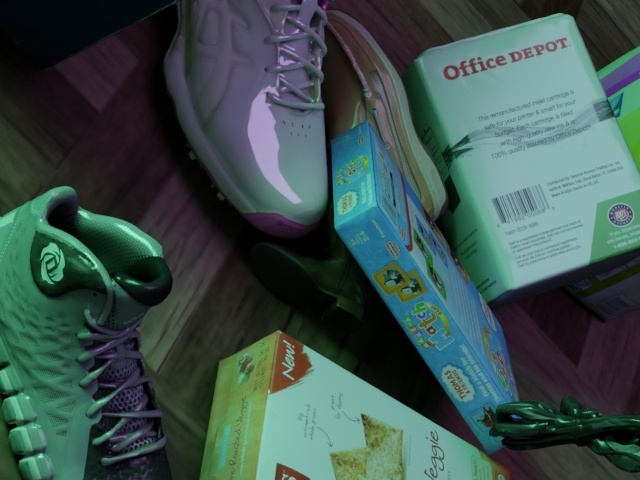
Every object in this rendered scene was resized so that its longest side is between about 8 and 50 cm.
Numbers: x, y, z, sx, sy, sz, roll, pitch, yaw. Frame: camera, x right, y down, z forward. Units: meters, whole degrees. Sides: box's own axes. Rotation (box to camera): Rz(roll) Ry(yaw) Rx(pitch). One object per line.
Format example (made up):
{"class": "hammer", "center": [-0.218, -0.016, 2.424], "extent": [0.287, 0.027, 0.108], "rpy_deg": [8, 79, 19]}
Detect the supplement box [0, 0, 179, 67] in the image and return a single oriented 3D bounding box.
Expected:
{"class": "supplement box", "center": [-0.119, -0.319, 0.971], "extent": [0.194, 0.195, 0.356], "rpy_deg": [42, 63, -23]}

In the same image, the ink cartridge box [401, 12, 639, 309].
{"class": "ink cartridge box", "center": [0.168, -0.065, 1.244], "extent": [0.153, 0.087, 0.208], "rpy_deg": [-16, 79, -18]}

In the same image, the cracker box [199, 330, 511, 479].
{"class": "cracker box", "center": [0.027, 0.182, 1.004], "extent": [0.232, 0.067, 0.155], "rpy_deg": [32, 47, -30]}

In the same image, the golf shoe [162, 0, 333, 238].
{"class": "golf shoe", "center": [-0.042, -0.155, 1.076], "extent": [0.115, 0.140, 0.306], "rpy_deg": [3, 64, -48]}

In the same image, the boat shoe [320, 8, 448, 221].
{"class": "boat shoe", "center": [0.032, -0.090, 1.182], "extent": [0.072, 0.068, 0.190], "rpy_deg": [-30, 90, -39]}

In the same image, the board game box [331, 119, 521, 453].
{"class": "board game box", "center": [0.078, 0.031, 1.100], "extent": [0.211, 0.039, 0.160], "rpy_deg": [55, 14, -21]}

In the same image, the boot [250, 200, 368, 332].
{"class": "boot", "center": [0.000, 0.000, 1.113], "extent": [0.106, 0.037, 0.114], "rpy_deg": [40, 41, -24]}

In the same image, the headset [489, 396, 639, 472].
{"class": "headset", "center": [0.193, 0.308, 1.019], "extent": [0.243, 0.185, 0.394], "rpy_deg": [-10, 103, -58]}

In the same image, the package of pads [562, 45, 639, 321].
{"class": "package of pads", "center": [0.341, -0.086, 1.377], "extent": [0.101, 0.229, 0.296], "rpy_deg": [40, 44, -23]}

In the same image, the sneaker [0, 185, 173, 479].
{"class": "sneaker", "center": [-0.121, 0.074, 0.859], "extent": [0.086, 0.132, 0.228], "rpy_deg": [-26, 87, -51]}
